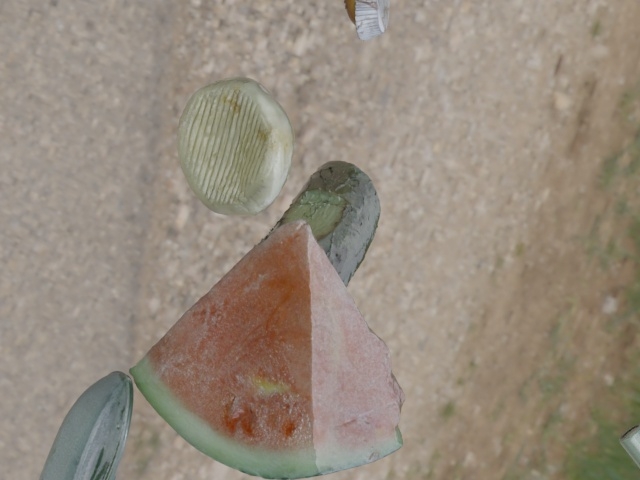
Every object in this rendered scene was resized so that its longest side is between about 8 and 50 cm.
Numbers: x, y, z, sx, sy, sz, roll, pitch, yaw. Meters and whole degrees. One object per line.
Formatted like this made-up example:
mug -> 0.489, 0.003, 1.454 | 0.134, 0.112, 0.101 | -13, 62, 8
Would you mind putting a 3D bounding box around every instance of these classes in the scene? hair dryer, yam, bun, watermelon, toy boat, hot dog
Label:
hair dryer -> 0.442, 0.244, 1.620 | 0.124, 0.063, 0.038 | -35, 176, -25
yam -> 0.000, 0.000, 1.967 | 0.254, 0.154, 0.154 | -56, 153, -47
bun -> -0.095, -0.122, 1.635 | 0.102, 0.183, 0.183 | -10, 119, -54
watermelon -> -0.060, 0.141, 1.411 | 0.250, 0.283, 0.292 | -38, 126, -11
toy boat -> -0.249, 0.259, 1.318 | 0.085, 0.078, 0.260 | 20, 89, -51
hot dog -> 0.058, -0.339, 1.595 | 0.099, 0.053, 0.192 | 61, 27, -66
